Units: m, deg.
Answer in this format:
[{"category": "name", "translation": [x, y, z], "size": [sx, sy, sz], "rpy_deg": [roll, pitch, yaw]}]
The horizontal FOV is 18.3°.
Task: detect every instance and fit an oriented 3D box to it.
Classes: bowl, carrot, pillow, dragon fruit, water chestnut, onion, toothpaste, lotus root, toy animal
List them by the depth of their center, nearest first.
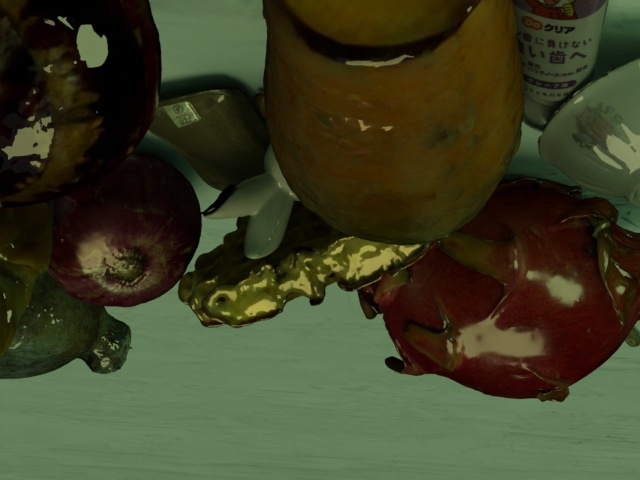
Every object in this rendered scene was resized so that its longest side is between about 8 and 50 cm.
[{"category": "water chestnut", "translation": [-0.249, -0.181, 1.643], "size": [0.300, 0.300, 0.300], "rpy_deg": [5, 155, 2]}, {"category": "carrot", "translation": [0.058, -0.141, 1.646], "size": [0.224, 0.224, 0.340], "rpy_deg": [3, 155, 8]}, {"category": "toothpaste", "translation": [0.198, -0.199, 1.680], "size": [0.114, 0.073, 0.299], "rpy_deg": [15, 152, 14]}, {"category": "bowl", "translation": [0.296, -0.086, 1.781], "size": [0.189, 0.086, 0.189], "rpy_deg": [-19, 155, -9]}, {"category": "toy animal", "translation": [-0.024, -0.080, 1.877], "size": [0.182, 0.127, 0.131], "rpy_deg": [-31, 99, 19]}, {"category": "pillow", "translation": [-0.096, -0.096, 2.000], "size": [0.130, 0.033, 0.217], "rpy_deg": [-8, 154, 26]}, {"category": "dragon fruit", "translation": [0.196, 0.053, 2.039], "size": [0.315, 0.250, 0.250], "rpy_deg": [5, 156, -15]}, {"category": "onion", "translation": [-0.211, -0.015, 2.072], "size": [0.177, 0.153, 0.177], "rpy_deg": [0, 153, 0]}, {"category": "lotus root", "translation": [-0.388, 0.075, 2.304], "size": [0.350, 0.175, 0.175], "rpy_deg": [7, 156, -12]}]

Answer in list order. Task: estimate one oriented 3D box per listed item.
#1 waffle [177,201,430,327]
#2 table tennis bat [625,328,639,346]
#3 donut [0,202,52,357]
[{"category": "waffle", "translation": [0.001, 0.001, 1.937], "size": [0.309, 0.283, 0.065], "rpy_deg": [-1, 123, 58]}, {"category": "table tennis bat", "translation": [0.344, 0.088, 2.329], "size": [0.087, 0.013, 0.156], "rpy_deg": [-10, 149, 26]}, {"category": "donut", "translation": [-0.429, -0.009, 1.923], "size": [0.360, 0.360, 0.170], "rpy_deg": [27, 162, -37]}]
